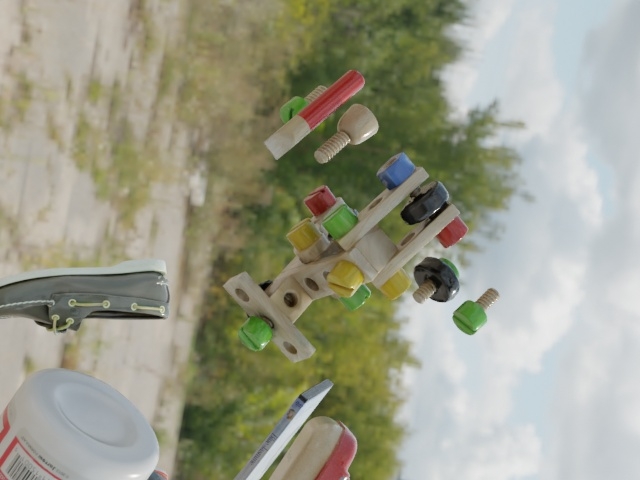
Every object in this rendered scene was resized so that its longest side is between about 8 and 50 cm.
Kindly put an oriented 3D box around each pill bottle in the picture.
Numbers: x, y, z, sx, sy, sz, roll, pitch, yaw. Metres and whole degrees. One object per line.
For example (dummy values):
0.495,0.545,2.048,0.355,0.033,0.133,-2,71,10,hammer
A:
-0.434,0.406,1.879,0.407,0.229,0.229,-54,-170,16,pill bottle

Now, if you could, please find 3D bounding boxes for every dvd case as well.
-0.078,0.375,2.419,0.253,0.022,0.180,-53,169,13,dvd case

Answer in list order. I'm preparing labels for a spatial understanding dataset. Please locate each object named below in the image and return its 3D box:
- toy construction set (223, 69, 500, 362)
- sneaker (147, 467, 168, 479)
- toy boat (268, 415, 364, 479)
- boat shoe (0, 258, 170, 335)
0.000,0.000,1.412,0.237,0.257,0.308,-42,126,-26,toy construction set
-0.328,0.432,2.293,0.061,0.158,0.065,-44,-135,21,sneaker
0.019,0.338,1.768,0.151,0.151,0.231,-56,-178,-4,toy boat
-0.363,0.089,1.885,0.109,0.305,0.091,-27,-107,57,boat shoe
